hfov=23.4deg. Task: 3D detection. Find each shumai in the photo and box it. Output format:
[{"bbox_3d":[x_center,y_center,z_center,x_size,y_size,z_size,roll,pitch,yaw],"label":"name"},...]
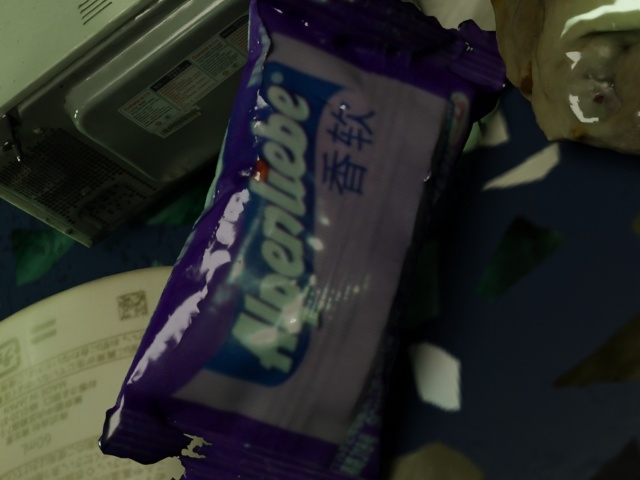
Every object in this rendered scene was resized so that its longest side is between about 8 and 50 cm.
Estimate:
[{"bbox_3d":[0.155,-0.137,0.705,0.201,0.120,0.201,-13,64,28],"label":"shumai"}]

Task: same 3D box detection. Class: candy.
[{"bbox_3d":[0.000,0.000,0.740,0.070,0.145,0.275,-13,57,67],"label":"candy"}]

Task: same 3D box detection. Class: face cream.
[{"bbox_3d":[-0.106,0.191,0.750,0.173,0.081,0.349,-25,56,22],"label":"face cream"}]

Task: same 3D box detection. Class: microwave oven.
[{"bbox_3d":[-0.091,-0.134,0.857,0.240,0.145,0.194,-34,55,17],"label":"microwave oven"}]
